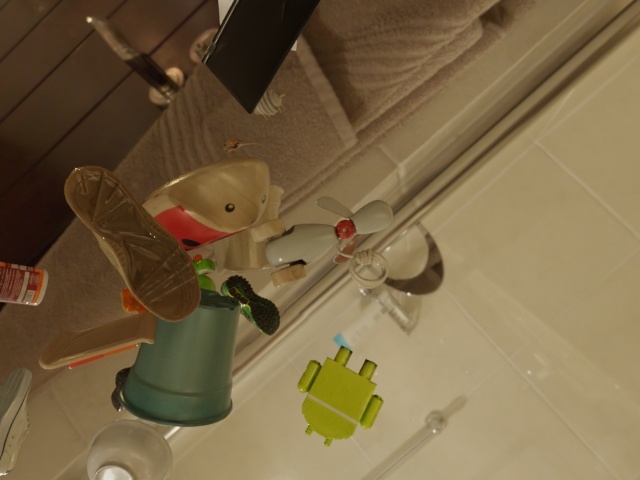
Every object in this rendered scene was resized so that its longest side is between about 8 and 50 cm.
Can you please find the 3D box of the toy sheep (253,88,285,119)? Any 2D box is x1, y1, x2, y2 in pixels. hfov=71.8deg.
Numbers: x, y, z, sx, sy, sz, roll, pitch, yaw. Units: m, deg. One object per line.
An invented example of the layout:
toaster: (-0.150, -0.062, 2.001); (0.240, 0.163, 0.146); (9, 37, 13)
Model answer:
toy sheep: (-0.172, -0.464, 1.489); (0.091, 0.132, 0.091); (50, -153, -37)

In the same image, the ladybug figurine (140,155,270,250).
ladybug figurine: (-0.286, -0.076, 1.111); (0.449, 0.305, 0.162); (-16, 95, 52)

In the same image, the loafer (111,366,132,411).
loafer: (-0.760, 0.581, 1.723); (0.076, 0.223, 0.078); (35, -151, 22)

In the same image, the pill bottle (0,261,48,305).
pill bottle: (-0.984, 0.129, 1.367); (0.221, 0.121, 0.121); (19, -157, -41)

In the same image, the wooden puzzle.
wooden puzzle: (-0.529, 0.245, 1.088); (0.221, 0.238, 0.044); (-156, 57, -71)

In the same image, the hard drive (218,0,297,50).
hard drive: (-0.239, -0.861, 1.735); (0.203, 0.307, 0.040); (107, 168, -62)

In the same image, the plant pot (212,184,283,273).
plant pot: (-0.293, -0.031, 1.689); (0.334, 0.333, 0.305); (21, -117, -81)

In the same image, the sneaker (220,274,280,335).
sneaker: (-0.320, 0.300, 2.042); (0.343, 0.134, 0.146); (51, 147, -10)

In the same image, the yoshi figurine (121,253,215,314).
yoshi figurine: (-0.565, 0.204, 1.727); (0.203, 0.362, 0.203); (-119, 4, -63)

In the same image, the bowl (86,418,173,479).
bowl: (-0.672, 0.778, 1.506); (0.298, 0.298, 0.134); (47, -168, -9)

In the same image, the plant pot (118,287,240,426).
plant pot: (-0.403, 0.329, 1.353); (0.341, 0.334, 0.341); (13, -177, -1)

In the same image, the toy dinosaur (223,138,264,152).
toy dinosaur: (-0.368, -0.436, 1.980); (0.112, 0.211, 0.064); (-38, -54, -51)

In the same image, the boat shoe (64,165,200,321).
boat shoe: (-0.345, 0.006, 0.841); (0.110, 0.121, 0.341); (22, 142, 57)

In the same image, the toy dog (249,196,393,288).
toy dog: (0.000, 0.000, 1.073); (0.161, 0.333, 0.220); (-170, 80, -87)

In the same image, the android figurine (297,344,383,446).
android figurine: (0.053, 0.457, 1.290); (0.248, 0.273, 0.056); (25, 167, 9)

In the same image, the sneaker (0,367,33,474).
sneaker: (-0.800, 0.466, 1.141); (0.091, 0.094, 0.258); (57, -148, -54)

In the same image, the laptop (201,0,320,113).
laptop: (-0.096, -0.543, 1.112); (0.236, 0.382, 0.408); (38, -160, 1)
